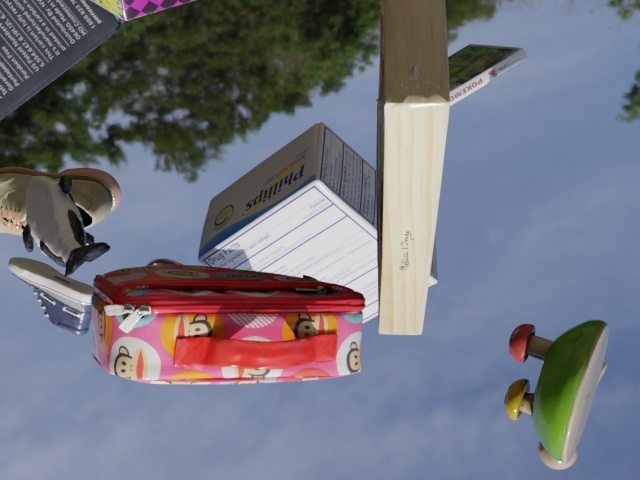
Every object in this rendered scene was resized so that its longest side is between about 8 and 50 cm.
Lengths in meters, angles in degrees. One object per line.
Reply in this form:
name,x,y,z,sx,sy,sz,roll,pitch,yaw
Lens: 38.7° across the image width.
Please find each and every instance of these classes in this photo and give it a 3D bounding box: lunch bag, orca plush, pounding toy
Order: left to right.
orca plush,-0.424,-0.024,1.583,0.102,0.151,0.287,21,-178,-42
lunch bag,-0.103,0.099,1.022,0.293,0.120,0.258,2,-176,-22
pounding toy,0.291,0.186,1.173,0.110,0.237,0.183,17,-109,23

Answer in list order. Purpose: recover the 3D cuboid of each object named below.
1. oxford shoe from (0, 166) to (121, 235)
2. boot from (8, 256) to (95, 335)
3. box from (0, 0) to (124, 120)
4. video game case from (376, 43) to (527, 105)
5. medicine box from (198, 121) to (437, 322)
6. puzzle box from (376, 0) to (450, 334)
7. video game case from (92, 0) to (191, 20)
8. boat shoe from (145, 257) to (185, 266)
oxford shoe,-0.635,-0.072,1.948,0.397,0.140,0.146,-8,-152,13
boot,-0.492,0.100,1.644,0.190,0.086,0.069,23,-165,19
box,-0.492,-0.227,1.166,0.395,0.212,0.293,-43,-161,-16
video game case,0.191,-0.240,1.375,0.183,0.023,0.201,-31,-162,-4
medicine box,0.000,0.000,1.475,0.263,0.289,0.149,-32,-147,31
puzzle box,0.083,-0.113,0.909,0.052,0.409,0.272,1,-121,3
video game case,-0.142,-0.283,0.856,0.232,0.042,0.210,-28,-134,-33
boat shoe,-0.187,0.105,1.375,0.080,0.076,0.228,-42,-105,-8
